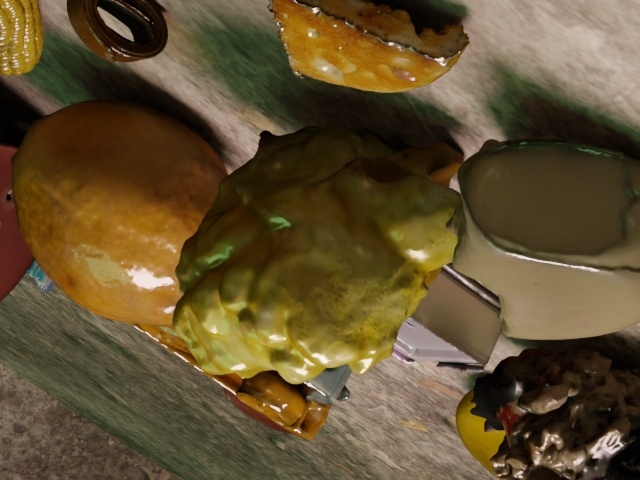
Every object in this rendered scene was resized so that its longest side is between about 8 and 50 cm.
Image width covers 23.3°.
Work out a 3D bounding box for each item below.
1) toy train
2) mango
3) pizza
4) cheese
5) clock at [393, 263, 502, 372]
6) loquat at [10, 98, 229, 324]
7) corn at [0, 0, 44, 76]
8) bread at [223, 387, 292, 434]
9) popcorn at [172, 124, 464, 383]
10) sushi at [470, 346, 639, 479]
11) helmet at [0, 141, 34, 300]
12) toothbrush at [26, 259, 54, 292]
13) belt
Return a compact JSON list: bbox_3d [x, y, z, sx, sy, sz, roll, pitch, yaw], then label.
[{"bbox_3d":[-0.120,0.065,1.710,0.369,0.163,0.231,37,165,-24],"label":"toy train"},{"bbox_3d":[0.217,0.222,1.803,0.122,0.085,0.191,27,158,42],"label":"mango"},{"bbox_3d":[0.019,-0.145,1.064,0.131,0.041,0.178,31,164,-21],"label":"pizza"},{"bbox_3d":[0.174,0.009,1.127,0.175,0.091,0.202,10,155,1],"label":"cheese"},{"bbox_3d":[0.070,0.051,1.523,0.192,0.071,0.147,35,162,-23],"label":"clock"},{"bbox_3d":[-0.187,-0.026,1.479,0.238,0.193,0.238,22,150,14],"label":"loquat"},{"bbox_3d":[-0.275,-0.198,1.309,0.080,0.080,0.231,26,163,6],"label":"corn"},{"bbox_3d":[-0.051,0.253,2.340,0.119,0.067,0.192,37,162,-29],"label":"bread"},{"bbox_3d":[0.000,0.000,1.241,0.266,0.233,0.192,-28,101,28],"label":"popcorn"},{"bbox_3d":[0.259,0.199,1.492,0.225,0.219,0.238,-2,154,-38],"label":"sushi"},{"bbox_3d":[-0.470,-0.020,1.708,0.384,0.230,0.337,10,-178,-30],"label":"helmet"},{"bbox_3d":[-0.469,-0.044,2.184,0.042,0.040,0.418,20,158,30],"label":"toothbrush"},{"bbox_3d":[-0.163,-0.174,1.235,0.083,0.059,0.036,36,161,-29],"label":"belt"}]
